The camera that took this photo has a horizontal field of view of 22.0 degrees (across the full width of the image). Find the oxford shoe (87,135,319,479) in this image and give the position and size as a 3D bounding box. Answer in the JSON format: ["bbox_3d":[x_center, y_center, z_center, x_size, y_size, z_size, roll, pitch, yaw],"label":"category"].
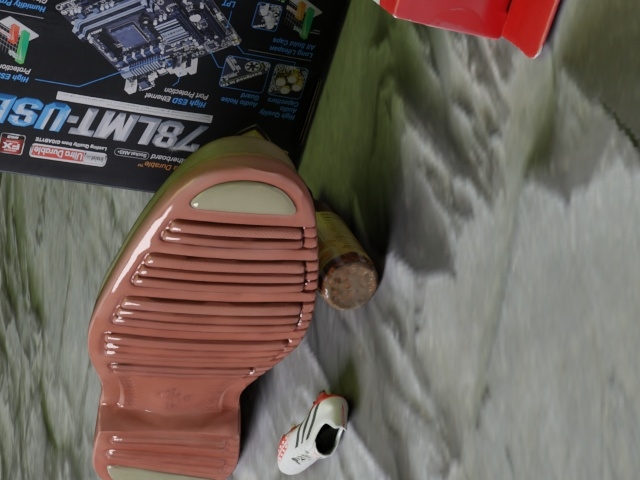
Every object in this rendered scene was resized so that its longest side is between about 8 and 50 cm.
[{"bbox_3d":[-0.095,0.034,1.145,0.397,0.141,0.146,117,156,-52],"label":"oxford shoe"}]

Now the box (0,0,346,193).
[{"bbox_3d":[-0.126,-0.180,1.134,0.073,0.296,0.293,52,129,57],"label":"box"}]

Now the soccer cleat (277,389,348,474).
[{"bbox_3d":[-0.005,0.135,1.099,0.083,0.029,0.035,-55,32,36],"label":"soccer cleat"}]

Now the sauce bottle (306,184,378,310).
[{"bbox_3d":[0.000,0.000,1.113,0.128,0.042,0.042,54,130,56],"label":"sauce bottle"}]

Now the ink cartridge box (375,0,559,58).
[{"bbox_3d":[0.070,-0.209,0.986,0.231,0.078,0.134,49,127,57],"label":"ink cartridge box"}]
